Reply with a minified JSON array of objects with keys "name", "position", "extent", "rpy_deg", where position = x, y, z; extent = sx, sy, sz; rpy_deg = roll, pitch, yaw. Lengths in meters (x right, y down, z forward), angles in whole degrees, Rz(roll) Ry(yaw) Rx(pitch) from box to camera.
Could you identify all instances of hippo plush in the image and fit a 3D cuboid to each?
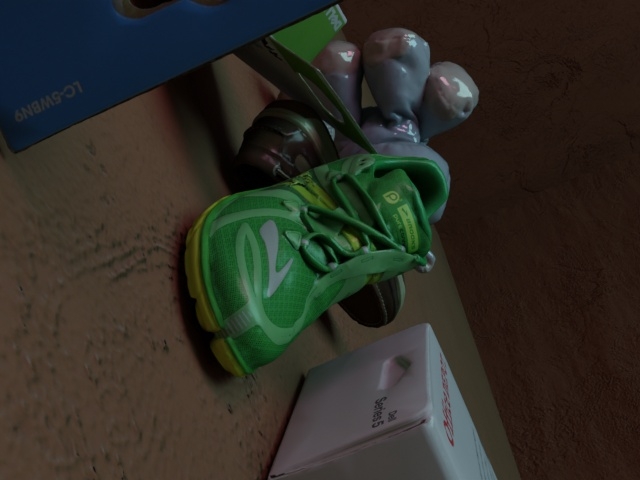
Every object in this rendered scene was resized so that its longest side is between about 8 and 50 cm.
[{"name":"hippo plush","position":[0.048,-0.089,1.000],"extent":[0.294,0.235,0.236],"rpy_deg":[119,-15,-49]}]

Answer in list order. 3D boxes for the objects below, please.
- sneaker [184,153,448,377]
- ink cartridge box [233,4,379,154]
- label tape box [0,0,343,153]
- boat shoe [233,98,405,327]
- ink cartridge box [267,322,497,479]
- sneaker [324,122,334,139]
[{"name":"sneaker","position":[0.008,-0.008,0.589],"extent":[0.295,0.124,0.109],"rpy_deg":[-42,111,-55]},{"name":"ink cartridge box","position":[-0.032,-0.198,0.696],"extent":[0.255,0.097,0.189],"rpy_deg":[40,0,25]},{"name":"label tape box","position":[-0.094,-0.241,0.382],"extent":[0.106,0.241,0.333],"rpy_deg":[-57,124,-79]},{"name":"boat shoe","position":[-0.006,0.000,0.761],"extent":[0.257,0.095,0.095],"rpy_deg":[58,47,-29]},{"name":"ink cartridge box","position":[0.080,0.223,0.596],"extent":[0.198,0.115,0.272],"rpy_deg":[-59,126,-77]},{"name":"sneaker","position":[-0.041,-0.081,0.839],"extent":[0.134,0.070,0.051],"rpy_deg":[-61,144,-39]}]
